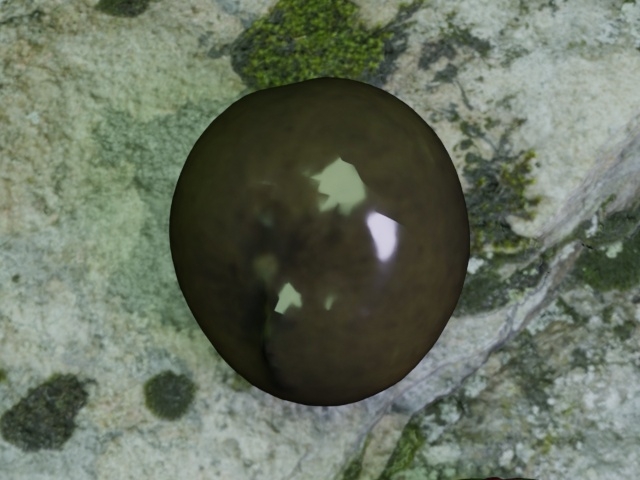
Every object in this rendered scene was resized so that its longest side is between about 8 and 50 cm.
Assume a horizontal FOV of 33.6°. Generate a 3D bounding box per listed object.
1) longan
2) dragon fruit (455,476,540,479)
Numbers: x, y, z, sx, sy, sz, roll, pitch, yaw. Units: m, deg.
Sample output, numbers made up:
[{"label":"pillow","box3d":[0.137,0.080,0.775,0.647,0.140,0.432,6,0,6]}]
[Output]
[{"label":"longan","box3d":[0.000,0.000,1.052,0.318,0.319,0.319,0,71,1]},{"label":"dragon fruit","box3d":[0.143,0.316,1.002,0.198,0.272,0.218,42,57,-28]}]
